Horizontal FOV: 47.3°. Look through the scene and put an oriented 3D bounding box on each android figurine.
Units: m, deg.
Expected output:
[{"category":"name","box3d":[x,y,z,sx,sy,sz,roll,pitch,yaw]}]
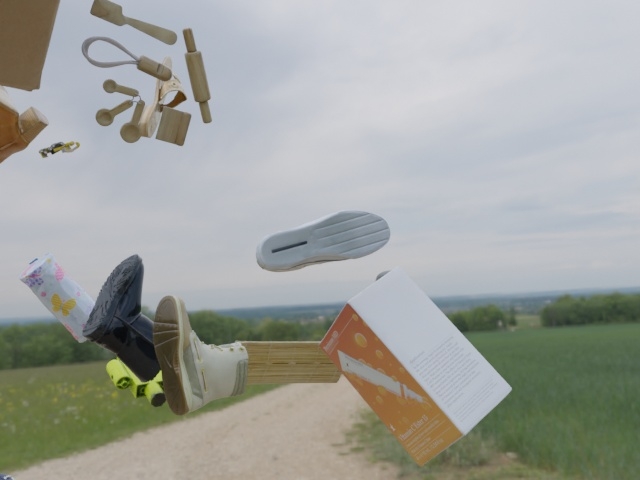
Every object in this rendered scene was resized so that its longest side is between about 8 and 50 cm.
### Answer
[{"category":"android figurine","box3d":[-0.430,0.332,1.911,0.248,0.056,0.273,-4,27,-31]}]

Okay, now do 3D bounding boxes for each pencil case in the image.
[{"category":"pencil case","box3d":[-0.729,0.163,2.094,0.113,0.273,0.124,-36,20,4]}]

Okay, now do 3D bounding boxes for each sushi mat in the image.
[{"category":"sushi mat","box3d":[-0.078,0.312,1.866,0.316,0.151,0.019,4,33,-24]}]

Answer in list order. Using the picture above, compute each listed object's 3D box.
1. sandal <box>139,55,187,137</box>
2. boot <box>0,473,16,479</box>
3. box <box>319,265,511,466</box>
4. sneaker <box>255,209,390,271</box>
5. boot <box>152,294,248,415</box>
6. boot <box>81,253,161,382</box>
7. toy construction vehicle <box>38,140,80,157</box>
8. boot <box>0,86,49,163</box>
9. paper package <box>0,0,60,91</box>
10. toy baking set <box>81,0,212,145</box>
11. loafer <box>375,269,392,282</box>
[{"category":"sandal","box3d":[-0.366,-0.343,1.780,0.079,0.240,0.088,11,-30,4]},{"category":"boot","box3d":[-0.675,0.552,1.612,0.190,0.086,0.069,-2,-31,-33]},{"category":"box","box3d":[0.191,0.266,1.551,0.168,0.345,0.215,-31,-19,-33]},{"category":"sneaker","box3d":[0.000,0.000,1.359,0.258,0.094,0.091,-9,-4,-16]},{"category":"boot","box3d":[-0.216,0.199,1.350,0.077,0.213,0.165,-12,-4,42]},{"category":"boot","box3d":[-0.423,0.184,1.708,0.094,0.246,0.207,-17,-49,34]},{"category":"toy construction vehicle","box3d":[-0.733,-0.255,2.058,0.098,0.035,0.086,-22,8,-31]},{"category":"boot","box3d":[-0.806,-0.269,1.731,0.211,0.104,0.295,-37,-21,5]},{"category":"paper package","box3d":[-0.532,-0.398,1.007,0.325,0.309,0.168,5,24,-43]},{"category":"toy baking set","box3d":[-0.283,-0.273,1.207,0.196,0.256,0.030,-14,24,-20]},{"category":"loafer","box3d":[0.170,0.194,1.781,0.094,0.251,0.087,-6,33,6]}]
